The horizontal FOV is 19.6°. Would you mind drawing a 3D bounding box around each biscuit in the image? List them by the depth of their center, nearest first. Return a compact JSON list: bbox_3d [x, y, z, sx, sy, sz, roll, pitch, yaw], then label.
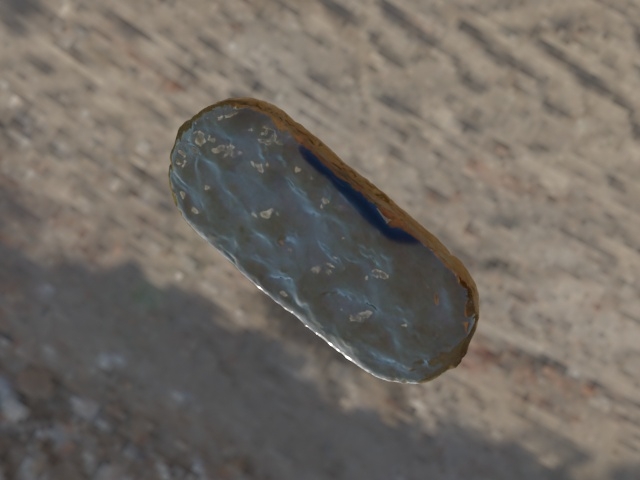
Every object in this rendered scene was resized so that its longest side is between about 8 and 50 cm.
[{"bbox_3d":[0.000,0.000,0.733,0.147,0.018,0.071,39,126,5],"label":"biscuit"}]
